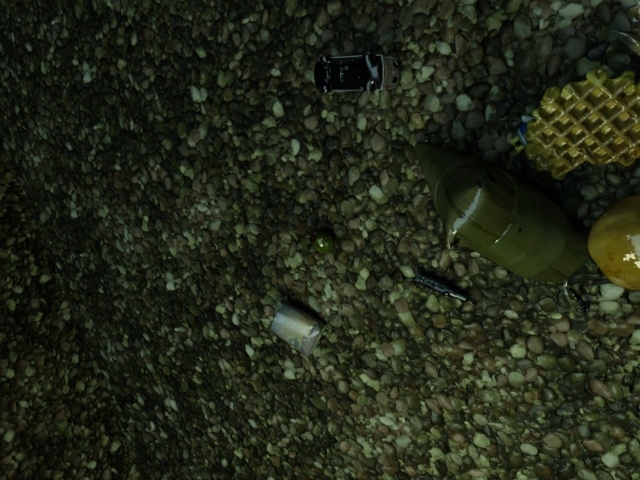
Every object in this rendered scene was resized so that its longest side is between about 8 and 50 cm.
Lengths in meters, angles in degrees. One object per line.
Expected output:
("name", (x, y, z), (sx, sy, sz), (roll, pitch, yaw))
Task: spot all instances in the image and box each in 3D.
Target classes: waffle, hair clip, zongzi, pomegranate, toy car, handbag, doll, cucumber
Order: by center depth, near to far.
("hair clip", (0.605, -0.332, 0.978), (0.075, 0.146, 0.257), (-41, 99, 1))
("pomegranate", (0.627, -0.002, 1.053), (0.196, 0.196, 0.196), (11, 111, 30))
("waffle", (0.537, -0.216, 1.064), (0.253, 0.056, 0.249), (10, 138, 10))
("doll", (0.472, -0.239, 1.154), (0.099, 0.058, 0.143), (44, 126, -14))
("zongzi", (0.427, -0.056, 1.232), (0.446, 0.418, 0.181), (27, 113, -22))
("toy car", (0.087, -0.408, 1.327), (0.209, 0.108, 0.090), (10, 112, 35))
("cucumber", (0.317, 0.125, 1.385), (0.163, 0.039, 0.043), (23, 138, 28))
("pomegranate", (-0.002, -0.003, 1.538), (0.084, 0.073, 0.073), (19, 116, 44))
("handbag", (-0.076, 0.259, 1.661), (0.173, 0.095, 0.117), (31, 115, 13))
